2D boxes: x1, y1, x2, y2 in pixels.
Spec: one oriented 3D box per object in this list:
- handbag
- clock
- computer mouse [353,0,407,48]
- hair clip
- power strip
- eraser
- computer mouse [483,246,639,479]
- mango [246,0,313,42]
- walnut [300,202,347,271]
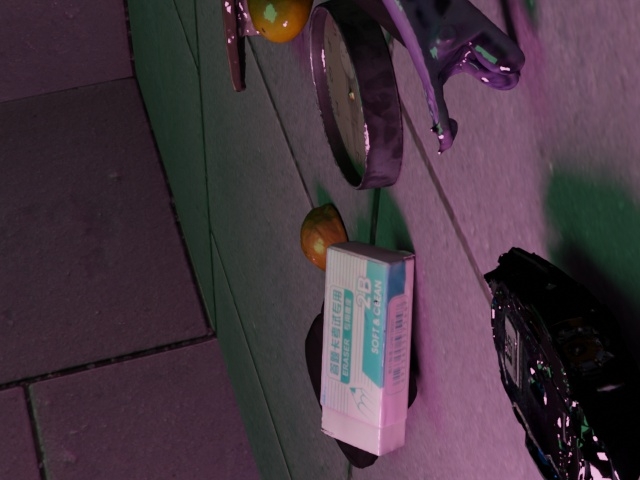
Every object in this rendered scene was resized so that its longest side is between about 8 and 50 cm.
[{"bbox_3d":[0.047,0.162,1.659,0.332,0.075,0.191,110,140,-63],"label":"handbag"},{"bbox_3d":[0.036,-0.159,1.449,0.215,0.042,0.215,167,90,-78],"label":"clock"},{"bbox_3d":[0.047,-0.263,1.194,0.264,0.088,0.147,-123,20,-53],"label":"computer mouse"},{"bbox_3d":[0.067,-0.202,1.022,0.137,0.090,0.278,81,164,-76],"label":"hair clip"},{"bbox_3d":[-0.094,-0.364,1.727,0.251,0.092,0.257,-103,7,-47],"label":"power strip"},{"bbox_3d":[0.052,0.117,1.472,0.096,0.052,0.225,16,111,42],"label":"eraser"},{"bbox_3d":[0.180,0.094,0.944,0.241,0.078,0.146,-113,15,-53],"label":"computer mouse"},{"bbox_3d":[-0.044,-0.300,1.470,0.122,0.086,0.191,143,141,-62],"label":"mango"},{"bbox_3d":[0.000,0.000,1.774,0.121,0.052,0.091,-134,36,-65],"label":"walnut"}]
